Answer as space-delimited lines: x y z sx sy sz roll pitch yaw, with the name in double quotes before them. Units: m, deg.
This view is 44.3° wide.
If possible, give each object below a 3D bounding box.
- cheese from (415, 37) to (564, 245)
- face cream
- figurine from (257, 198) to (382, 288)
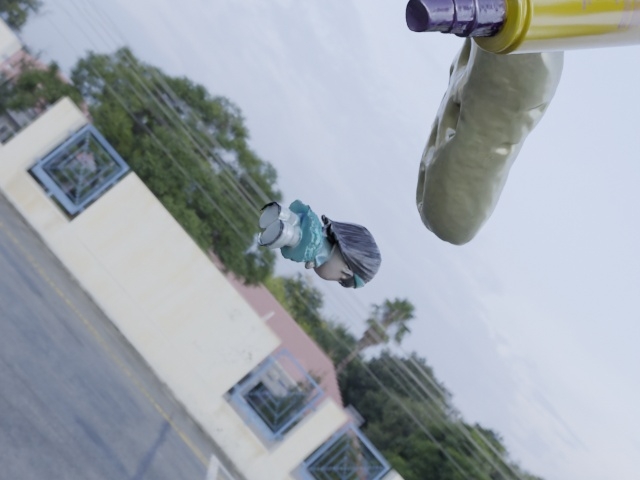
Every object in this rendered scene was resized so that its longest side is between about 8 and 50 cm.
"cheese" 0.235 -0.157 1.150 0.130 0.328 0.351 16 -2 -1
"face cream" 0.198 -0.209 0.710 0.078 0.274 0.078 33 -52 55
"figurine" 0.000 0.000 0.580 0.106 0.047 0.060 23 26 -40
